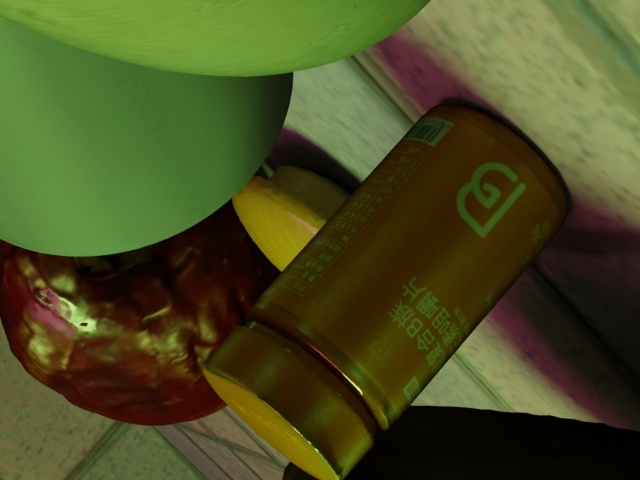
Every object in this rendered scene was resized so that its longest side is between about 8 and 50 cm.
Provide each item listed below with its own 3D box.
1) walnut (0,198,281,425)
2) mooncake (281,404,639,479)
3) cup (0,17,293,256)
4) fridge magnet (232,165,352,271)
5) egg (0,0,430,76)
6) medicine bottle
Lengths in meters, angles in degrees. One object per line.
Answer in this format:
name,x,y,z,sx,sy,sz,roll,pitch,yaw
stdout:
walnut,-0.130,0.008,1.278,0.222,0.243,0.269,3,157,-1
mooncake,0.122,0.213,0.945,0.324,0.187,0.324,7,-170,-1
cup,-0.140,-0.150,0.800,0.205,0.205,0.312,35,163,25
fridge magnet,0.000,0.000,1.149,0.143,0.063,0.143,39,167,11
egg,-0.047,-0.162,0.509,0.218,0.218,0.295,31,174,37
medicine bottle,0.035,0.025,0.873,0.096,0.192,0.096,38,164,13
